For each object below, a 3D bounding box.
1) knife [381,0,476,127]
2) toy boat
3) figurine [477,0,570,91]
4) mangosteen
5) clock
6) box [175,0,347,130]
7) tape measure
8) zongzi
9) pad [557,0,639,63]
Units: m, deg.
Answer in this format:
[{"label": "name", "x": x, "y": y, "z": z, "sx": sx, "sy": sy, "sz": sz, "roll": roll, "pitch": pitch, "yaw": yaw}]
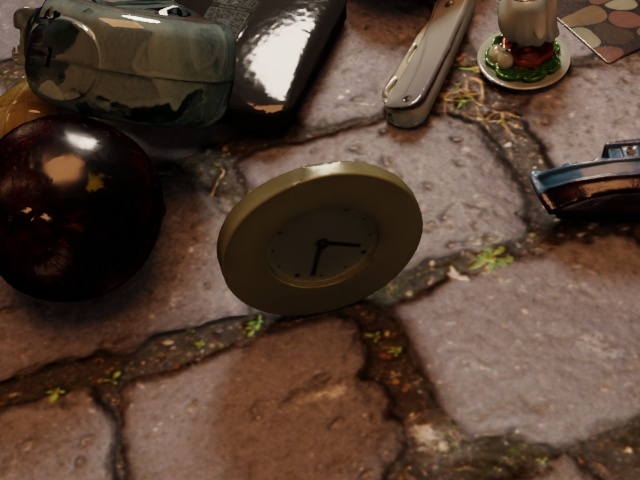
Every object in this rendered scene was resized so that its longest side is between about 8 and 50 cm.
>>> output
[{"label": "knife", "x": 0.150, "y": -0.256, "z": 1.806, "sx": 0.073, "sy": 0.040, "sz": 0.265, "roll": 7, "pitch": 49, "yaw": 26}, {"label": "toy boat", "x": 0.368, "y": -0.080, "z": 1.591, "sx": 0.223, "sy": 0.100, "sz": 0.097, "roll": -4, "pitch": 58, "yaw": 0}, {"label": "figurine", "x": 0.274, "y": -0.294, "z": 1.752, "sx": 0.132, "sy": 0.153, "sz": 0.132, "roll": -3, "pitch": 49, "yaw": 3}, {"label": "mangosteen", "x": -0.291, "y": -0.045, "z": 1.563, "sx": 0.228, "sy": 0.228, "sz": 0.265, "roll": 9, "pitch": 19, "yaw": 13}, {"label": "clock", "x": 0.000, "y": 0.000, "z": 1.468, "sx": 0.235, "sy": 0.235, "sz": 0.029, "roll": -13, "pitch": 50, "yaw": -6}, {"label": "box", "x": -0.132, "y": -0.279, "z": 1.831, "sx": 0.290, "sy": 0.073, "sz": 0.289, "roll": 13, "pitch": 52, "yaw": 15}, {"label": "tape measure", "x": -0.241, "y": -0.231, "z": 1.610, "sx": 0.275, "sy": 0.147, "sz": 0.256, "roll": 6, "pitch": 14, "yaw": -15}, {"label": "zongzi", "x": -0.409, "y": -0.172, "z": 1.753, "sx": 0.197, "sy": 0.099, "sz": 0.194, "roll": 1, "pitch": 49, "yaw": 16}, {"label": "pad", "x": 0.459, "y": -0.341, "z": 1.876, "sx": 0.235, "sy": 0.003, "sz": 0.158, "roll": -25, "pitch": 52, "yaw": -16}]
